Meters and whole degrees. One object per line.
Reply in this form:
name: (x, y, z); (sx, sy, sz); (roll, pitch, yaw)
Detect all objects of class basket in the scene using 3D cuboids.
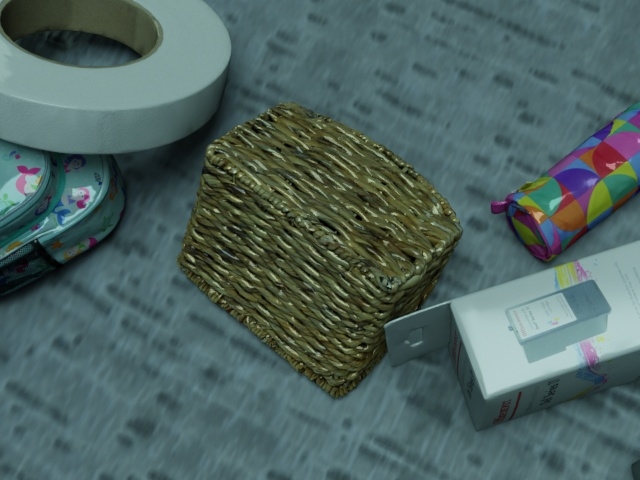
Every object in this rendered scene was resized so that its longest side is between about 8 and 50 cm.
basket: (0.000, 0.000, 1.248); (0.299, 0.223, 0.213); (36, 45, 16)

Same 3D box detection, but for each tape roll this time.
tape roll: (-0.310, -0.249, 1.269); (0.392, 0.072, 0.392); (9, 40, -8)

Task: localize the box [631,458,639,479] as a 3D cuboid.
box: (0.431, 0.318, 1.093); (0.130, 0.091, 0.170); (-7, 70, 3)

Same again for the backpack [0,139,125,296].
backpack: (-0.389, -0.071, 1.269); (0.254, 0.191, 0.225); (-25, 69, -9)

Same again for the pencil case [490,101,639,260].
pencil case: (0.335, -0.076, 1.240); (0.236, 0.104, 0.104); (-34, 71, -8)

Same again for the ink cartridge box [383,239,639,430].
ink cartridge box: (0.258, 0.116, 1.119); (0.354, 0.207, 0.119); (-18, 69, 0)
